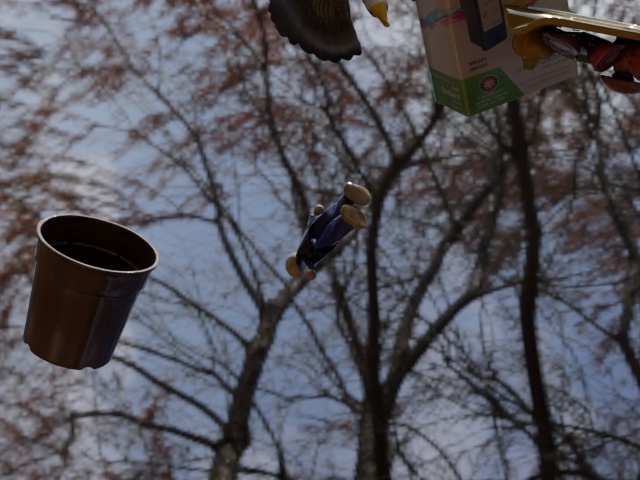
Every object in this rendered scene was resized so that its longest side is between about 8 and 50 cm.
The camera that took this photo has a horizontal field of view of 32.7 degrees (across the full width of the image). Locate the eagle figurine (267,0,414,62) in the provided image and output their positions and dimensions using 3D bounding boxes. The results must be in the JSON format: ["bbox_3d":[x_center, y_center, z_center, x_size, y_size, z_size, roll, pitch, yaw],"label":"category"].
[{"bbox_3d":[0.040,-0.378,1.477,0.298,0.226,0.225,96,-2,-88],"label":"eagle figurine"}]

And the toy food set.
[{"bbox_3d":[0.290,-0.190,1.125,0.217,0.128,0.071,13,-74,10],"label":"toy food set"}]

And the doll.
[{"bbox_3d":[0.000,0.000,1.488,0.189,0.046,0.129,-44,-150,50],"label":"doll"}]

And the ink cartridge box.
[{"bbox_3d":[0.197,-0.272,1.256,0.093,0.154,0.212,-137,-152,-61],"label":"ink cartridge box"}]

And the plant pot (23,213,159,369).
[{"bbox_3d":[-0.320,0.075,1.468,0.167,0.167,0.165,42,-61,48],"label":"plant pot"}]
